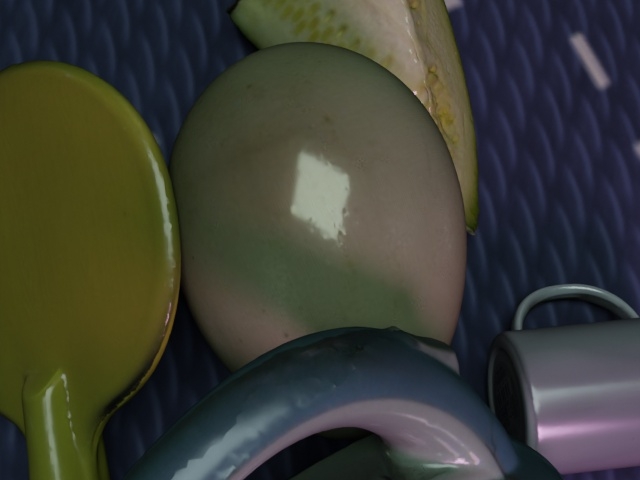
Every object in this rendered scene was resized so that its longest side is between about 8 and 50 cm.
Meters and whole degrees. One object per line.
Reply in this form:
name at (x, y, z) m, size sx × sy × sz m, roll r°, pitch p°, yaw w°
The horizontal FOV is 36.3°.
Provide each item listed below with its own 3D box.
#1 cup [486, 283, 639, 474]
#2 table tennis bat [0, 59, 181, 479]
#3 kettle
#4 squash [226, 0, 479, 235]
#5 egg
cup at (0.185, 0.098, 0.669) m, size 0.133 × 0.136 × 0.099 m, roll -6°, pitch 108°, yaw -6°
table tennis bat at (-0.167, 0.069, 0.618) m, size 0.224 × 0.054 × 0.369 m, roll -11°, pitch 85°, yaw 31°
kettle at (-0.003, 0.214, 0.508) m, size 0.342 × 0.247 × 0.319 m, roll -41°, pitch 125°, yaw -18°
squash at (0.078, -0.148, 0.714) m, size 0.252 × 0.093 × 0.169 m, roll 44°, pitch 119°, yaw 9°
egg at (0.000, 0.000, 0.621) m, size 0.188 × 0.188 × 0.254 m, roll -14°, pitch 84°, yaw -9°
